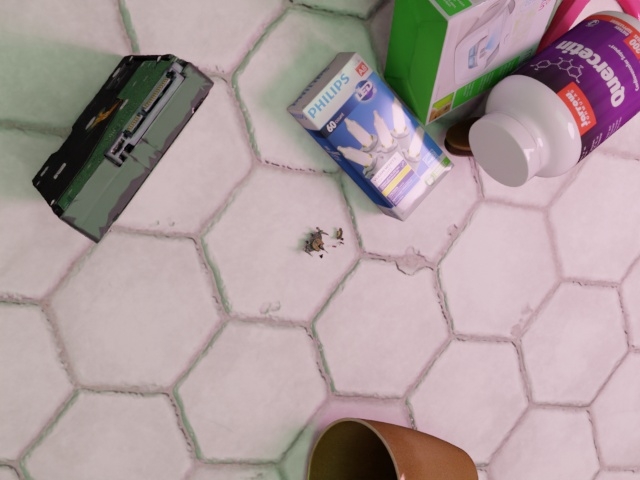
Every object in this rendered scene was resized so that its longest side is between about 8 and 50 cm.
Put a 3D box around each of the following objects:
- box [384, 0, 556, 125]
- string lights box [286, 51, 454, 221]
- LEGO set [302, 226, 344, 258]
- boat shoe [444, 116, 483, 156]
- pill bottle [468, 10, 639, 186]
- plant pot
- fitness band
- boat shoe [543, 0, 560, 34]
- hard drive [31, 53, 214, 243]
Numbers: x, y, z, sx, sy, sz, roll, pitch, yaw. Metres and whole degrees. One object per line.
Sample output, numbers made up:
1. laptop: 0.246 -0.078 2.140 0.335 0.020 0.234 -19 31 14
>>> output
1. box: 0.232 -0.341 1.353 0.231 0.262 0.127 -29 68 -16
2. string lights box: 0.084 -0.168 1.426 0.133 0.077 0.259 -48 114 -6
3. LEGO set: 0.001 0.002 1.459 0.083 0.023 0.054 1 102 -37
4. boat shoe: 0.309 -0.177 1.525 0.207 0.073 0.073 -13 147 -16
5. pill bottle: 0.397 -0.225 1.418 0.323 0.181 0.181 -38 113 -21
6. plant pot: 0.146 0.424 1.508 0.254 0.237 0.237 8 97 -38
7. fitness band: 0.490 -0.335 1.580 0.209 0.054 0.291 37 84 -25
8. boat shoe: 0.397 -0.474 1.500 0.084 0.095 0.258 19 103 -29
9. hard drive: -0.268 -0.133 1.138 0.064 0.339 0.237 37 84 -24
